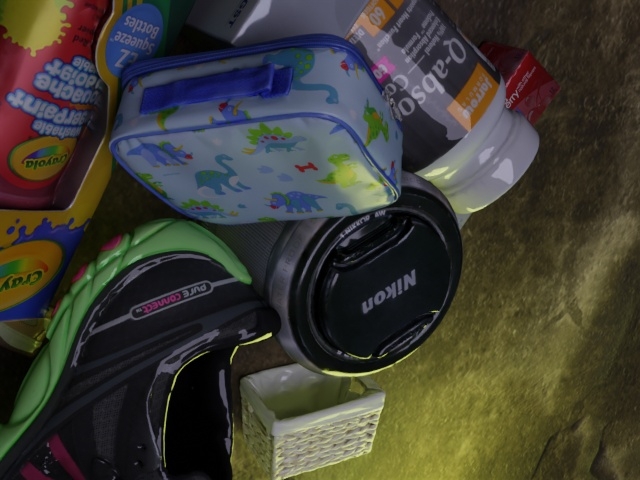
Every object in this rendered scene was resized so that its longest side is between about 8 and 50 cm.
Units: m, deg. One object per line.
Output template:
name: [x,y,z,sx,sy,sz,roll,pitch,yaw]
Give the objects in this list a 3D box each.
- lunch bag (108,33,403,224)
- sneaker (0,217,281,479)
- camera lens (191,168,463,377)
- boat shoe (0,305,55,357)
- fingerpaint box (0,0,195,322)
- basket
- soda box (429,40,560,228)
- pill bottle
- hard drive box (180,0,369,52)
lunch bag: [-0.048,-0.086,0.661,0.176,0.218,0.090,42,48,-57]
sneaker: [-0.195,0.218,0.748,0.483,0.202,0.185,-62,164,15]
camera lens: [0.000,0.000,0.869,0.219,0.274,0.220,-13,117,-26]
boat shoe: [-0.352,0.050,0.818,0.190,0.068,0.072,41,75,-47]
fingerpaint box: [-0.322,-0.120,0.549,0.371,0.163,0.444,-60,157,12]
basket: [-0.014,0.233,1.069,0.167,0.113,0.103,-9,118,-27]
soda box: [0.186,-0.123,1.041,0.083,0.092,0.263,33,92,-36]
pill bottle: [0.100,-0.166,0.881,0.278,0.162,0.162,41,87,-18]
hard drive box: [-0.047,-0.252,0.753,0.089,0.232,0.181,33,92,-37]
